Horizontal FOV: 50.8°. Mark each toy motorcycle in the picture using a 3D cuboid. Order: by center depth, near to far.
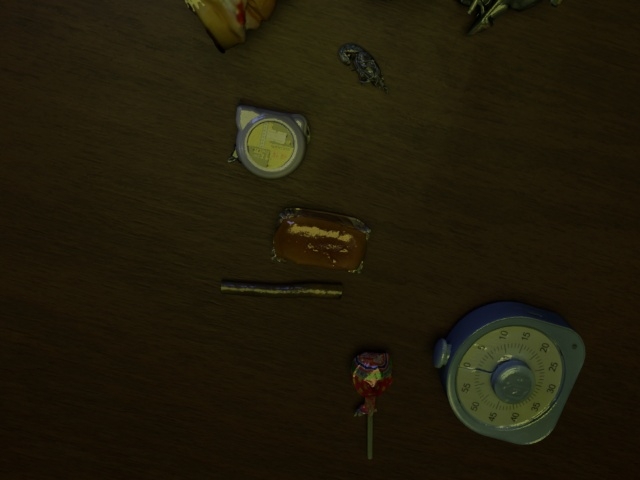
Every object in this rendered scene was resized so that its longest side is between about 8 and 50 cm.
[{"bbox_3d":[0.460,-0.595,1.550,0.307,0.108,0.173,-19,90,28],"label":"toy motorcycle"}]

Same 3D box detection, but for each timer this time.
[{"bbox_3d":[0.492,0.353,1.829,0.395,0.173,0.394,0,108,-1],"label":"timer"}]

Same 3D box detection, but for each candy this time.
[{"bbox_3d":[0.142,0.475,1.906,0.124,0.124,0.365,-2,117,-1],"label":"candy"}]

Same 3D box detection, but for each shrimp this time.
[{"bbox_3d":[0.113,-0.416,1.653,0.065,0.056,0.165,-40,94,-6],"label":"shrimp"}]

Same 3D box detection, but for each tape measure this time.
[{"bbox_3d":[-0.129,-0.242,1.680,0.196,0.105,0.178,14,98,-7],"label":"tape measure"}]

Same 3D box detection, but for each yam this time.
[{"bbox_3d":[-0.105,0.133,1.817,0.327,0.045,0.045,2,84,-1],"label":"yam"}]

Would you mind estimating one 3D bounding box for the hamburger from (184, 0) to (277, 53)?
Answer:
[{"bbox_3d":[-0.205,-0.588,1.492,0.237,0.276,0.276,-33,104,6],"label":"hamburger"}]

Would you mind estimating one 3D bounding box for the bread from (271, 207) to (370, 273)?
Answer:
[{"bbox_3d":[0.000,0.000,1.749,0.241,0.107,0.136,11,109,-4],"label":"bread"}]
